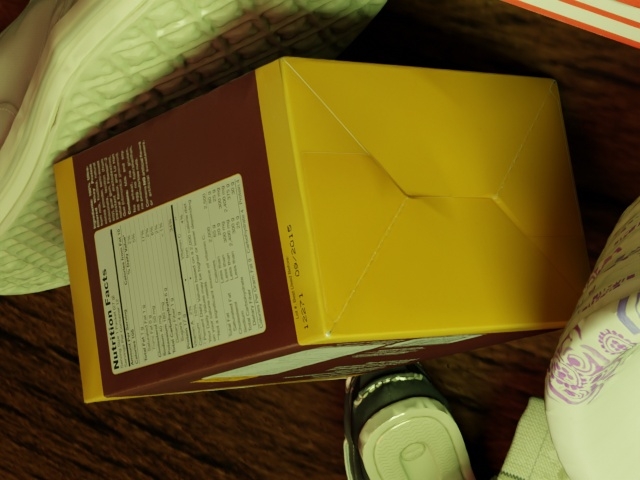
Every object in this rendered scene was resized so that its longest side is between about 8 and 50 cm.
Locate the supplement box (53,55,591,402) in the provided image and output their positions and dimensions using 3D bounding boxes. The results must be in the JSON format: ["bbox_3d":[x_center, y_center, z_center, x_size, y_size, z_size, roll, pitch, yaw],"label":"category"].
[{"bbox_3d":[0.000,0.000,0.860,0.194,0.191,0.129,-18,77,46],"label":"supplement box"}]

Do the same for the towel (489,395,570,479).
[{"bbox_3d":[0.210,0.276,0.937,0.324,0.056,0.312,21,93,18],"label":"towel"}]

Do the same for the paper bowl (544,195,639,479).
[{"bbox_3d":[0.257,0.065,0.753,0.284,0.148,0.284,21,146,15],"label":"paper bowl"}]

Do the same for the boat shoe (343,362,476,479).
[{"bbox_3d":[0.060,0.159,1.095,0.233,0.084,0.079,77,167,-45],"label":"boat shoe"}]

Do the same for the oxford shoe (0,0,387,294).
[{"bbox_3d":[-0.099,-0.112,0.913,0.449,0.169,0.130,-40,61,49],"label":"oxford shoe"}]

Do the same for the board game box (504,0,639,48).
[{"bbox_3d":[0.170,-0.147,0.728,0.193,0.045,0.147,23,137,22],"label":"board game box"}]
